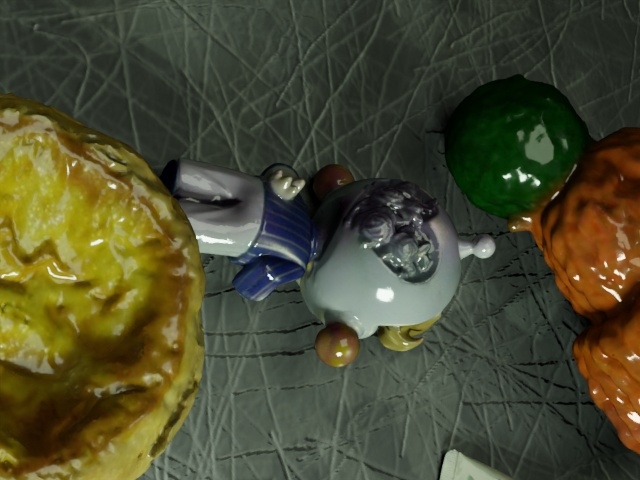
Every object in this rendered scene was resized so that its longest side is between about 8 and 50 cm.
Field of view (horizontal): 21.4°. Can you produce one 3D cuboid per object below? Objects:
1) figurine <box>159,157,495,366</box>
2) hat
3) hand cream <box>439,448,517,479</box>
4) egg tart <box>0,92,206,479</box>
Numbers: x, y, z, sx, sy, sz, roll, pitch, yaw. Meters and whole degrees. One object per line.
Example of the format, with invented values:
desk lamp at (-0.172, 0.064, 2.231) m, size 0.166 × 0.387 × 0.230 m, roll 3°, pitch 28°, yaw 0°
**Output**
figurine at (-0.003, -0.009, 1.442) m, size 0.274 × 0.133 × 0.194 m, roll 32°, pitch 47°, yaw -6°
hat at (0.306, -0.003, 1.598) m, size 0.285 × 0.285 × 0.400 m, roll -29°, pitch 73°, yaw -37°
hand cream at (0.206, 0.261, 1.543) m, size 0.234 × 0.050 × 0.080 m, roll 21°, pitch 67°, yaw -20°
egg tart at (-0.242, 0.049, 1.254) m, size 0.341 × 0.129 × 0.341 m, roll 11°, pitch 69°, yaw -29°
